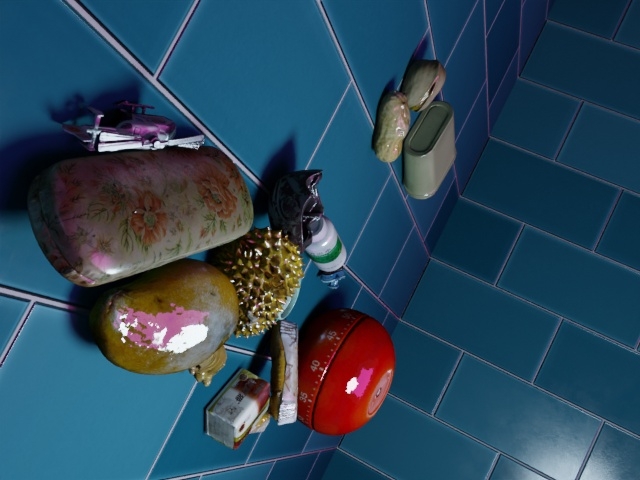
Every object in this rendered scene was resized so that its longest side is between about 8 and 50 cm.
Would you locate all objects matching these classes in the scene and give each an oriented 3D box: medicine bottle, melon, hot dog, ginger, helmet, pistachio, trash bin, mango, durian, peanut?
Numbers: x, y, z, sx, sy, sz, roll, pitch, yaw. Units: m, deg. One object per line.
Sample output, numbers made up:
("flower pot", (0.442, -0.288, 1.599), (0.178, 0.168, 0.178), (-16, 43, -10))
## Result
("medicine bottle", (0.000, 0.000, 1.816), (0.095, 0.095, 0.260), (-61, 161, -12))
("melon", (-0.194, 0.468, 1.900), (0.202, 0.093, 0.140), (-40, 158, -46))
("hot dog", (-0.093, 0.331, 1.890), (0.144, 0.075, 0.268), (87, 4, -66))
("ginger", (-0.234, 0.228, 1.479), (0.115, 0.081, 0.205), (-54, 171, 11))
("helmet", (-0.059, -0.066, 1.521), (0.153, 0.107, 0.177), (92, 15, -52))
("pistachio", (0.280, -0.423, 2.027), (0.113, 0.113, 0.149), (-12, 124, -68))
("trash bin", (0.352, -0.292, 2.398), (0.243, 0.121, 0.247), (-57, 159, -21))
("mango", (-0.247, 0.125, 1.200), (0.316, 0.146, 0.193), (1, 107, -64))
("durian", (-0.125, 0.090, 1.451), (0.138, 0.183, 0.250), (-84, 180, -53))
("peanut", (0.185, -0.296, 1.973), (0.099, 0.099, 0.214), (-47, 161, -44))

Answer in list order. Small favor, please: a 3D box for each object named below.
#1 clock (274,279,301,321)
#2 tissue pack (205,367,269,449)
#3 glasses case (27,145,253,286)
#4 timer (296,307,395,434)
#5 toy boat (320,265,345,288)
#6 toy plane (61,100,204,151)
("clock", (-0.095, 0.151, 1.832), (0.101, 0.041, 0.135), (-42, 153, -52))
("tissue pack", (-0.196, 0.403, 1.781), (0.149, 0.099, 0.106), (-48, 156, -42))
("glasses case", (-0.224, -0.047, 1.030), (0.098, 0.157, 0.425), (-24, 179, 25))
("timer", (0.061, 0.392, 2.219), (0.378, 0.279, 0.378), (-50, 155, -34))
("toy boat", (0.037, 0.105, 2.114), (0.137, 0.060, 0.061), (-21, 115, -73))
("toy plane", (-0.246, -0.142, 0.957), (0.197, 0.078, 0.054), (-6, 123, -53))
